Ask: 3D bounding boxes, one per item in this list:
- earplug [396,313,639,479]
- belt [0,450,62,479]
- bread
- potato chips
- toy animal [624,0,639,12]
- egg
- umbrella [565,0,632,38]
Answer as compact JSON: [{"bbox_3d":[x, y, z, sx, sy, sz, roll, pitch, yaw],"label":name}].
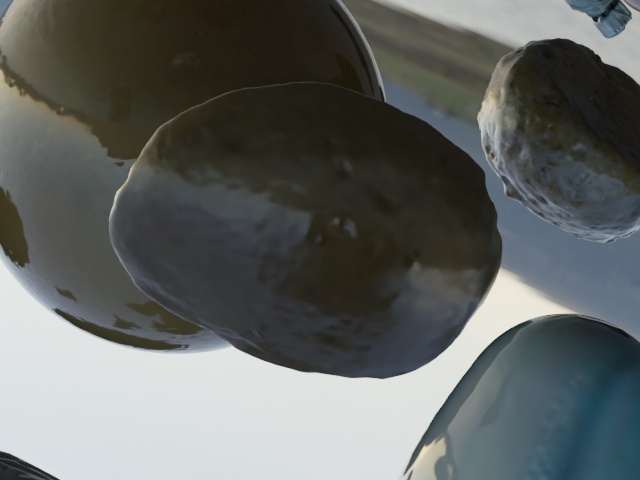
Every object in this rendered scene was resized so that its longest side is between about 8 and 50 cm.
[{"bbox_3d":[0.080,0.190,0.768,0.185,0.324,0.185,11,-170,-2],"label":"earplug"},{"bbox_3d":[-0.263,0.320,1.664,0.324,0.115,0.227,38,-168,10],"label":"belt"},{"bbox_3d":[0.251,-0.093,1.743,0.230,0.123,0.230,29,-148,-20],"label":"bread"},{"bbox_3d":[0.000,0.000,0.898,0.202,0.150,0.049,25,-162,-22],"label":"potato chips"},{"bbox_3d":[0.307,-0.197,1.306,0.171,0.171,0.197,20,-157,-31],"label":"toy animal"},{"bbox_3d":[-0.101,-0.080,1.283,0.301,0.301,0.374,22,-157,-11],"label":"egg"},{"bbox_3d":[0.193,-0.246,1.479,0.188,0.050,0.046,45,-167,-15],"label":"umbrella"}]
